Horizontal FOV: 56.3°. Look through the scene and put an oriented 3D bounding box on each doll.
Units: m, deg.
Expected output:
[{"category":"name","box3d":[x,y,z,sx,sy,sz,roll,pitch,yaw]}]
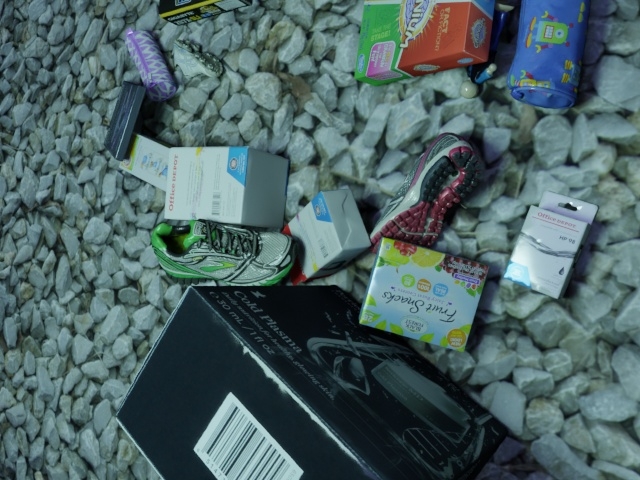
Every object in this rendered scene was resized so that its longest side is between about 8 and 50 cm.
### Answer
[{"category":"doll","box3d":[0.313,-0.363,1.150,0.129,0.046,0.188,-98,17,-56]}]

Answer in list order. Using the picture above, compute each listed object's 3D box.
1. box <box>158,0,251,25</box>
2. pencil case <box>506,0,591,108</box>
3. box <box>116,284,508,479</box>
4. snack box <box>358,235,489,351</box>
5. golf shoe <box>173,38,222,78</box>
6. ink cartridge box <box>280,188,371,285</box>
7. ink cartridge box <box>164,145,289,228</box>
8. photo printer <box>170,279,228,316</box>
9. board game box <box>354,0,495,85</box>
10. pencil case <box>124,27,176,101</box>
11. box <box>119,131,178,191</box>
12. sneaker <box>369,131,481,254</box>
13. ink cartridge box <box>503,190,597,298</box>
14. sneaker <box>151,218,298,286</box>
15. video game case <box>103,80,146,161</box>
[{"category":"box","box3d":[-0.298,-0.746,1.552,0.257,0.079,0.321,-1,86,32]},{"category":"pencil case","box3d":[0.414,-0.393,1.078,0.133,0.119,0.305,8,90,8]},{"category":"box","box3d":[0.003,0.326,1.060,0.480,0.472,0.297,39,105,27]},{"category":"snack box","box3d":[0.195,0.101,1.151,0.207,0.070,0.174,16,94,3]},{"category":"golf shoe","box3d":[-0.321,-0.454,1.561,0.176,0.069,0.086,42,127,29]},{"category":"ink cartridge box","box3d":[0.000,0.000,1.286,0.231,0.078,0.134,-40,64,54]},{"category":"ink cartridge box","box3d":[-0.220,-0.123,1.402,0.233,0.168,0.171,6,90,30]},{"category":"photo printer","box3d":[-0.261,0.213,1.376,0.256,0.107,0.307,-57,32,9]},{"category":"board game box","box3d":[0.200,-0.448,1.170,0.317,0.064,0.242,6,89,56]},{"category":"pencil case","box3d":[-0.463,-0.474,1.621,0.086,0.088,0.206,-36,69,21]},{"category":"box","box3d":[-0.405,-0.196,1.548,0.203,0.114,0.103,26,99,30]},{"category":"sneaker","box3d":[0.202,-0.078,1.197,0.299,0.121,0.112,-51,28,28]},{"category":"ink cartridge box","box3d":[0.415,0.003,1.082,0.104,0.060,0.180,23,98,30]},{"category":"sneaker","box3d":[-0.213,0.025,1.287,0.344,0.146,0.134,-2,54,17]},{"category":"video game case","box3d":[-0.529,-0.327,1.606,0.274,0.026,0.196,33,104,59]}]
